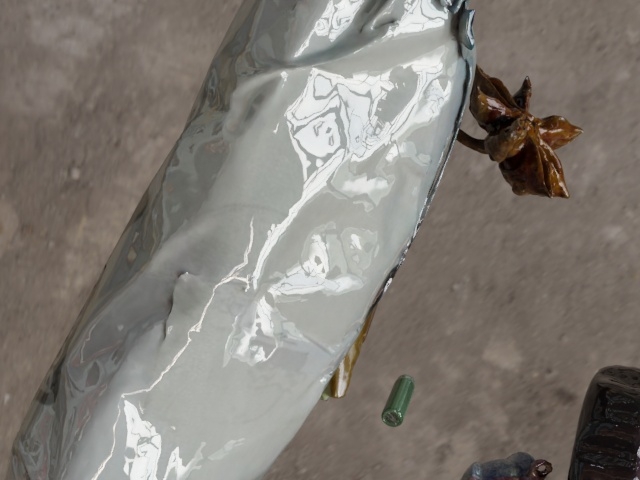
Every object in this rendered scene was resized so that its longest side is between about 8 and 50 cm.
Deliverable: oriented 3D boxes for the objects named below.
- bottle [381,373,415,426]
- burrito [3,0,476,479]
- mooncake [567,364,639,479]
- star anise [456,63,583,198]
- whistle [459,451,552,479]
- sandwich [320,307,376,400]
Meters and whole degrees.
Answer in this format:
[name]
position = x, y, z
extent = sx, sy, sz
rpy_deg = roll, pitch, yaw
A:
[bottle]
position = 0.104, 0.211, 1.897
extent = 0.030, 0.030, 0.083
rpy_deg = 31, 36, -2
[burrito]
position = -0.023, -0.011, 0.708
extent = 0.139, 0.101, 0.445
rpy_deg = 20, 105, -32
[mooncake]
position = 0.407, 0.304, 1.833
extent = 0.141, 0.283, 0.283
rpy_deg = 4, 65, 25
[star anise]
position = 0.259, -0.133, 1.884
extent = 0.196, 0.111, 0.212
rpy_deg = 20, 30, -23
[whistle]
position = 0.207, 0.393, 1.880
extent = 0.142, 0.346, 0.134
rpy_deg = 2, 44, -35
[sandwich]
position = 0.000, 0.000, 1.090
extent = 0.088, 0.090, 0.244
rpy_deg = 40, 53, -34
